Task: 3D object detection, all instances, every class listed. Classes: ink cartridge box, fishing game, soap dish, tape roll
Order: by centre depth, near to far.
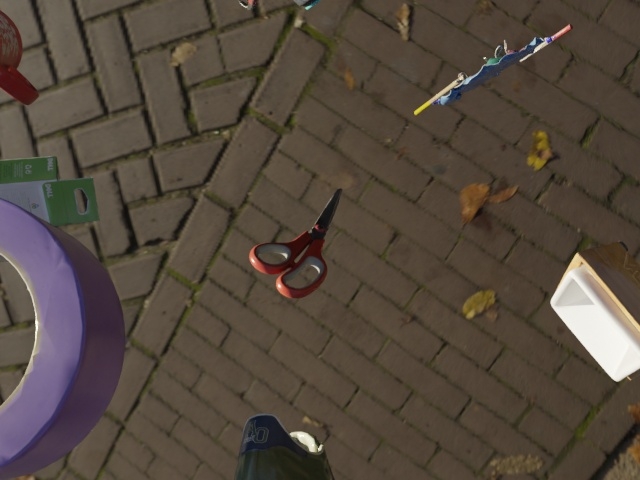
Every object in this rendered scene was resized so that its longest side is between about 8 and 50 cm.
[{"bbox_3d":[-0.235,0.067,0.600,0.189,0.080,0.189,-2,77,7],"label":"tape roll"},{"bbox_3d":[0.263,-0.273,1.394,0.264,0.189,0.041,-29,89,-25],"label":"fishing game"},{"bbox_3d":[-0.479,-0.077,1.468,0.209,0.062,0.109,-6,138,-12],"label":"ink cartridge box"},{"bbox_3d":[0.547,0.133,1.640,0.118,0.291,0.229,-36,73,-4],"label":"soap dish"}]

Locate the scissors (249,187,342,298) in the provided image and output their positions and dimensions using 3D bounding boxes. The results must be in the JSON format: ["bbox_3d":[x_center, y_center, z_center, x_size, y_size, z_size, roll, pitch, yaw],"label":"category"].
[{"bbox_3d":[0.000,0.000,1.343,0.109,0.297,0.021,32,125,15],"label":"scissors"}]

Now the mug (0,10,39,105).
[{"bbox_3d":[-0.424,-0.242,1.119,0.150,0.169,0.113,15,96,-16],"label":"mug"}]

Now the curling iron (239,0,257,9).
[{"bbox_3d":[-0.115,-0.519,1.587,0.068,0.035,0.274,52,152,15],"label":"curling iron"}]

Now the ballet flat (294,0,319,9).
[{"bbox_3d":[0.039,-0.351,1.049,0.203,0.074,0.074,-27,90,27],"label":"ballet flat"}]

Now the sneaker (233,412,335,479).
[{"bbox_3d":[-0.007,0.186,0.665,0.064,0.192,0.086,-15,58,18],"label":"sneaker"}]
